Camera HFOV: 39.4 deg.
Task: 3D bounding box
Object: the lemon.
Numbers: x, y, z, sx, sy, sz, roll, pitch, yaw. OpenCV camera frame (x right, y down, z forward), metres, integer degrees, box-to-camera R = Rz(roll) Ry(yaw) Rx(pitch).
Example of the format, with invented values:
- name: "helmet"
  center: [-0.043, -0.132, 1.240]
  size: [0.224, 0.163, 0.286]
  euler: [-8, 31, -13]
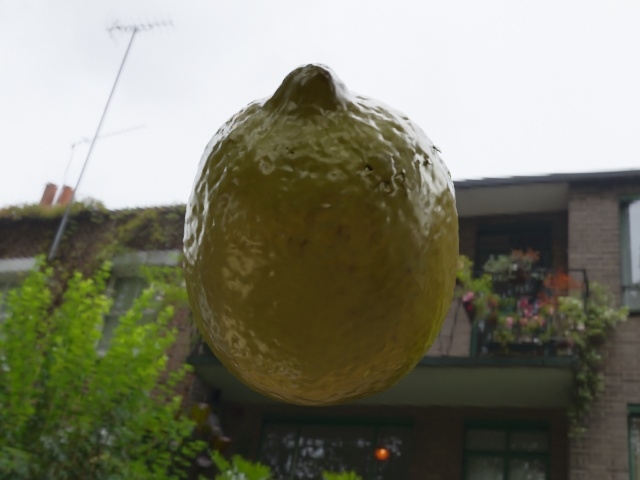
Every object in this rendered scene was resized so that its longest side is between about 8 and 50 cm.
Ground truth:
- name: "lemon"
  center: [0.000, 0.000, 0.786]
  size: [0.245, 0.245, 0.319]
  euler: [4, -65, 10]
